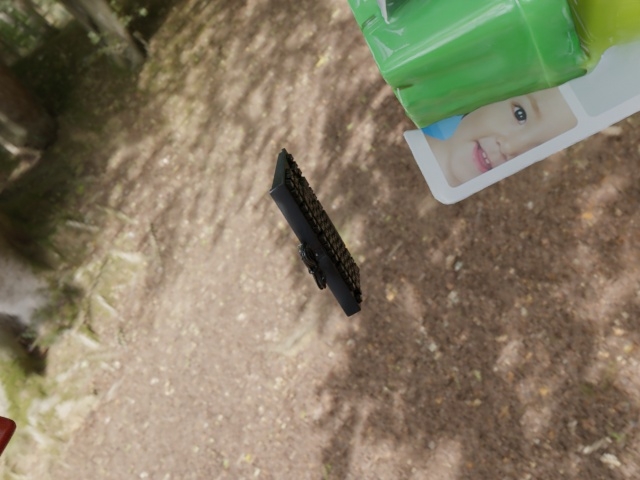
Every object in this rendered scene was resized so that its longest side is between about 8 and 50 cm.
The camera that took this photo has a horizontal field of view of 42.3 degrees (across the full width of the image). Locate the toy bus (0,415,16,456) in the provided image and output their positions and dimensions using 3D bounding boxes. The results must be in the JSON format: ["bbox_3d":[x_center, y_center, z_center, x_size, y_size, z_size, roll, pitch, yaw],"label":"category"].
[{"bbox_3d":[-0.261,0.083,0.367,0.191,0.104,0.202,-36,59,-27],"label":"toy bus"}]

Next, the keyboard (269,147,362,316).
[{"bbox_3d":[0.000,0.000,0.850,0.023,0.180,0.108,-19,35,20],"label":"keyboard"}]

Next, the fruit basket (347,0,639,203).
[{"bbox_3d":[0.166,-0.232,0.504,0.353,0.165,0.327,-30,61,19],"label":"fruit basket"}]
